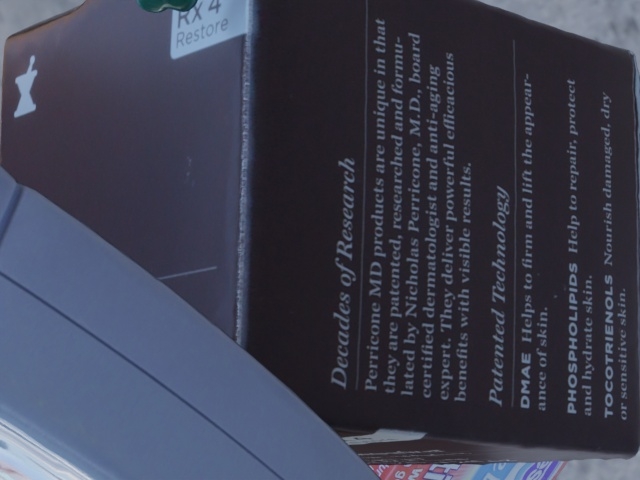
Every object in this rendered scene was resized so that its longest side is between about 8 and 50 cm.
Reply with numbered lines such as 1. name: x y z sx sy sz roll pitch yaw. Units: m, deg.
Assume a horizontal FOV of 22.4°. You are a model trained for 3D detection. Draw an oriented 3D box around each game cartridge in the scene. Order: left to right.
1. game cartridge: -0.090 0.060 0.441 0.198 0.062 0.297 -1 145 42

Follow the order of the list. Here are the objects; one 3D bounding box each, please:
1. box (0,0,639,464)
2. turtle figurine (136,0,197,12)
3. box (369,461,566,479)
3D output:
1. box: 0.000 0.000 0.636 0.168 0.203 0.167 -11 74 49
2. turtle figurine: -0.054 -0.185 0.595 0.175 0.234 0.118 19 131 4
3. box: 0.049 0.075 0.877 0.154 0.142 0.300 45 109 40
